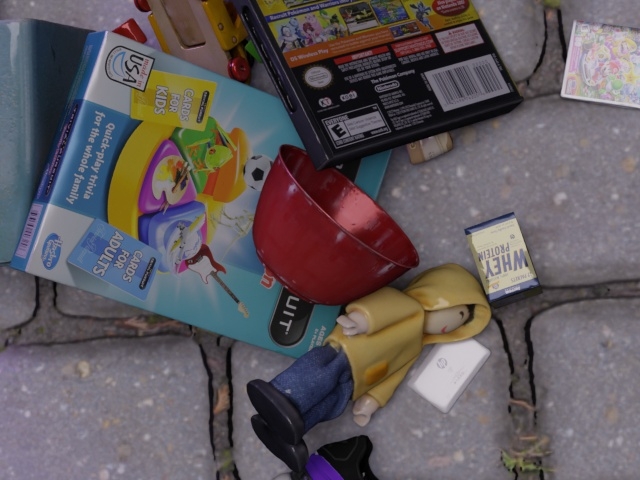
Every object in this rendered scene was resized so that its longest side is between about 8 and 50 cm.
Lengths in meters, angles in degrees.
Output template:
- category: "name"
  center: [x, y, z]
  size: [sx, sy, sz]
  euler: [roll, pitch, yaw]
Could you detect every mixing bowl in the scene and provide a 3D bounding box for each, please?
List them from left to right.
- category: "mixing bowl"
  center: [0.000, 0.000, 1.616]
  size: [0.181, 0.181, 0.098]
  euler: [43, 105, 12]

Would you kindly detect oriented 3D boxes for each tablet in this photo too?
- category: "tablet"
  center: [0.137, 0.137, 1.743]
  size: [0.054, 0.006, 0.083]
  euler: [36, 90, 12]

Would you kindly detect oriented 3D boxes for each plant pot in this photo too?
- category: "plant pot"
  center: [-0.381, -0.098, 1.755]
  size: [0.248, 0.247, 0.252]
  euler: [-3, 94, 10]

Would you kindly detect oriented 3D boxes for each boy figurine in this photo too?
- category: "boy figurine"
  center: [0.056, 0.123, 1.684]
  size: [0.285, 0.177, 0.092]
  euler: [-31, 52, -26]

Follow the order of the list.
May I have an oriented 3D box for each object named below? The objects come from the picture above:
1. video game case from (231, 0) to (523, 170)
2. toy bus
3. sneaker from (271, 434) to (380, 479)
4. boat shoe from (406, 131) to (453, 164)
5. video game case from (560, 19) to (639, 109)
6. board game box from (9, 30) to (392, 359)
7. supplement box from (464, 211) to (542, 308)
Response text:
- category: "video game case"
  center: [0.054, -0.217, 1.700]
  size: [0.275, 0.035, 0.248]
  euler: [-19, 77, -35]
- category: "toy bus"
  center: [-0.118, -0.239, 1.781]
  size: [0.191, 0.202, 0.104]
  euler: [35, 46, 11]
- category: "sneaker"
  center: [0.084, 0.328, 1.680]
  size: [0.146, 0.102, 0.293]
  euler: [-37, 78, 3]
- category: "boat shoe"
  center: [0.079, -0.159, 1.760]
  size: [0.059, 0.063, 0.170]
  euler: [-30, 80, -1]
- category: "video game case"
  center: [0.325, -0.187, 1.745]
  size: [0.122, 0.011, 0.087]
  euler: [10, 85, 11]
- category: "board game box"
  center: [-0.117, -0.039, 1.684]
  size: [0.336, 0.079, 0.254]
  euler: [19, 86, -23]
- category: "supplement box"
  center: [0.193, 0.022, 1.707]
  size: [0.056, 0.083, 0.083]
  euler: [-20, 80, 7]
